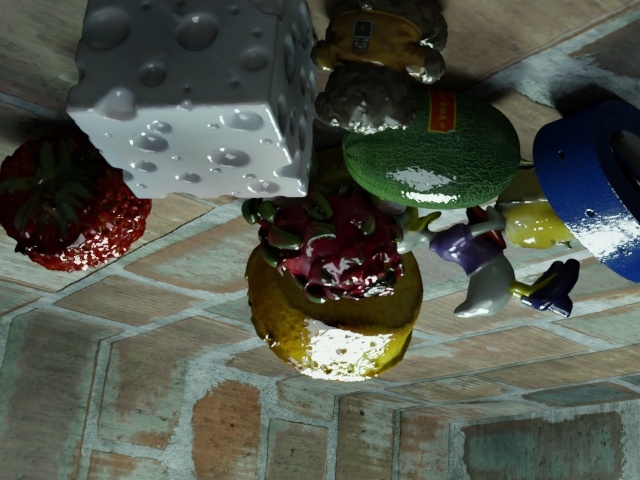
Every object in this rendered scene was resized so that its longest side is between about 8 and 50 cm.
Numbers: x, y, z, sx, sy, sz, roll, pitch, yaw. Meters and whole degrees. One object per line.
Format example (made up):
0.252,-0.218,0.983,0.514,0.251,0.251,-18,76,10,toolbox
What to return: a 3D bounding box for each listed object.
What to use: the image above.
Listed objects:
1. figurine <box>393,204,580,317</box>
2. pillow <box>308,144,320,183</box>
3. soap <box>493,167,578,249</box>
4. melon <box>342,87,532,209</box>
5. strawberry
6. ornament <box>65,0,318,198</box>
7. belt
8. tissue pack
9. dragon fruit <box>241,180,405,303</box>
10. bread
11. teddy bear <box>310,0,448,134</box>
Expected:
0.250,0.028,1.567,0.421,0.193,0.154,31,176,9,figurine
-0.170,-0.158,1.396,0.323,0.119,0.255,0,159,6,pillow
0.398,-0.058,1.612,0.135,0.076,0.233,-5,156,19,soap
0.176,-0.135,1.314,0.288,0.182,0.182,8,158,-7,melon
-0.420,-0.061,1.520,0.261,0.261,0.257,-1,156,11,strawberry
-0.143,-0.208,1.106,0.240,0.239,0.239,0,157,10,ornament
0.475,-0.074,1.361,0.347,0.212,0.117,35,144,-27,belt
0.054,-0.112,1.525,0.169,0.082,0.120,-10,153,32,tissue pack
0.003,0.007,1.447,0.273,0.198,0.218,-10,145,18,dragon fruit
0.040,0.100,1.730,0.358,0.336,0.204,4,152,-23,bread
0.067,-0.224,1.100,0.177,0.190,0.140,4,166,14,teddy bear
